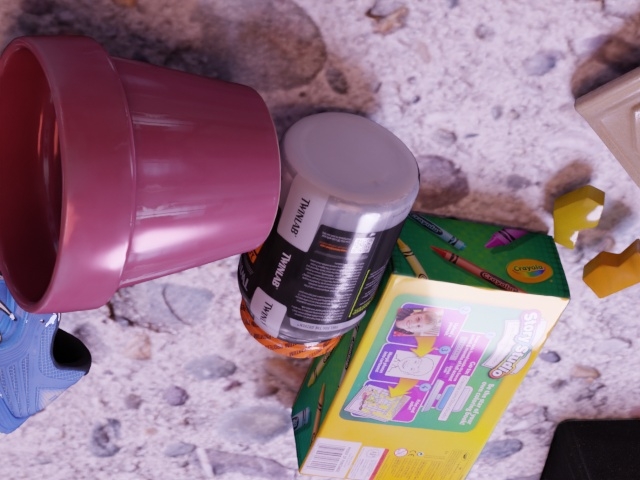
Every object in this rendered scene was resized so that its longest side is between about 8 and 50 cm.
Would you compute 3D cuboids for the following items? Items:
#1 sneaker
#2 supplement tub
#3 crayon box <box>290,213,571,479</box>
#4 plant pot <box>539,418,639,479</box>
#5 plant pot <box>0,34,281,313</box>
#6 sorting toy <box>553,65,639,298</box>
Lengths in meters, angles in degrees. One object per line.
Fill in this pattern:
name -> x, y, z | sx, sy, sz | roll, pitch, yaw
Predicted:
sneaker -> -0.286, 0.024, 1.265 | 0.147, 0.130, 0.330 | -28, 137, -2
supplement tub -> 0.000, 0.000, 1.270 | 0.117, 0.117, 0.190 | 7, 132, -16
crayon box -> 0.092, 0.106, 1.413 | 0.165, 0.081, 0.278 | 8, 132, -17
plant pot -> 0.329, 0.304, 1.586 | 0.187, 0.167, 0.188 | 0, 135, -8
plant pot -> -0.136, -0.050, 1.160 | 0.180, 0.201, 0.201 | -3, 137, -27
sorting toy -> 0.316, -0.066, 1.284 | 0.307, 0.041, 0.229 | -27, 120, 35
